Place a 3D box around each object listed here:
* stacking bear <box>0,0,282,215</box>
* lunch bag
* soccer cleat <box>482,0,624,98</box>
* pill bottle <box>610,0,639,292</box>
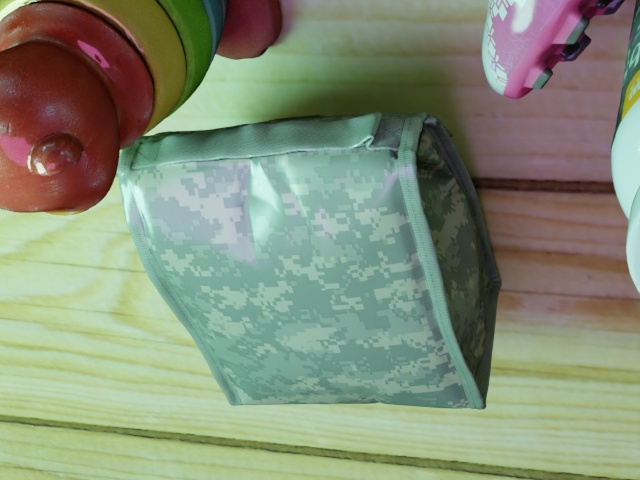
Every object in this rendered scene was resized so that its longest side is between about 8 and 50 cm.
[{"bbox_3d":[-0.158,-0.126,0.876,0.176,0.289,0.164,4,131,17],"label":"stacking bear"},{"bbox_3d":[0.000,0.000,0.998,0.235,0.168,0.287,-2,142,19],"label":"lunch bag"},{"bbox_3d":[0.158,-0.243,0.798,0.143,0.116,0.331,37,135,13],"label":"soccer cleat"},{"bbox_3d":[0.265,-0.077,0.773,0.162,0.278,0.162,10,132,11],"label":"pill bottle"}]
